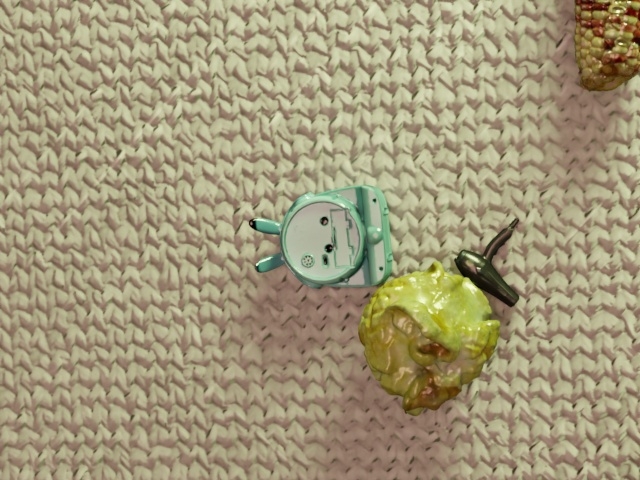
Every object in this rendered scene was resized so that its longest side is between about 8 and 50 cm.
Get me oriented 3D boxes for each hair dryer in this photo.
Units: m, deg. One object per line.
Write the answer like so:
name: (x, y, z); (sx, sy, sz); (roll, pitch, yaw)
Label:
hair dryer: (0.190, 0.018, 1.766); (0.079, 0.031, 0.083); (38, 92, -3)

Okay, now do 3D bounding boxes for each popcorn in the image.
popcorn: (0.108, 0.095, 1.743); (0.141, 0.162, 0.135); (-38, 48, -11)

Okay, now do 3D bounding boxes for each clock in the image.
clock: (0.000, 0.000, 1.794); (0.147, 0.045, 0.108); (-6, 90, 13)

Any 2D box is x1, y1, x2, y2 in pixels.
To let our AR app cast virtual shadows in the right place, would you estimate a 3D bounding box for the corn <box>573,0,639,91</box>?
corn: (0.295, -0.275, 1.697); (0.086, 0.086, 0.253); (3, 94, 12)
